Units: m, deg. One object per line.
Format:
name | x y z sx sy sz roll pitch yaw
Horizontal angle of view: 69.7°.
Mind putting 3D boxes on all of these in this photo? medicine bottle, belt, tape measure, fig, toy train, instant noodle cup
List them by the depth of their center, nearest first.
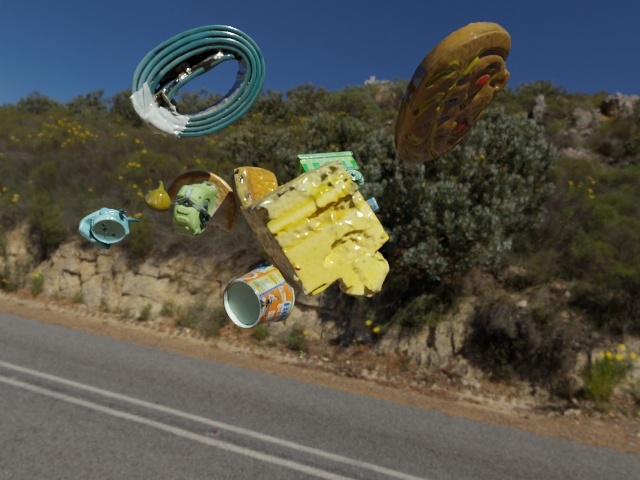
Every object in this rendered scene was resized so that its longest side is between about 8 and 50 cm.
tape measure | -0.398 -0.100 1.459 0.106 0.175 0.200 14 8 0
belt | -0.389 -0.503 1.475 0.437 0.300 0.173 -30 25 -5
fig | -0.527 -0.138 1.497 0.082 0.098 0.084 10 24 -27
medicine bottle | 0.102 -0.081 1.527 0.191 0.051 0.051 -25 -6 5
toy train | 0.038 -0.283 1.999 0.301 0.202 0.120 -9 -36 -24
instant noodle cup | -0.294 0.271 2.129 0.297 0.296 0.214 10 15 30

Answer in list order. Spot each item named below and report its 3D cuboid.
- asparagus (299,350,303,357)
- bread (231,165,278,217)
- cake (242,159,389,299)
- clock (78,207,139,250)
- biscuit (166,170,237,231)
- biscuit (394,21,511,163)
asparagus | -0.074 0.432 1.752 0.014 0.015 0.114 52 -4 3
bread | -0.252 -0.181 1.821 0.099 0.210 0.235 -17 -6 27
cake | 0.000 0.000 1.000 0.223 0.285 0.227 -31 11 -12
clock | -0.582 -0.041 1.279 0.108 0.147 0.045 53 11 -43
biscuit | -0.470 -0.180 1.888 0.309 0.204 0.040 27 18 -3
biscuit | 0.352 -0.361 1.182 0.351 0.070 0.394 -25 -29 -15
